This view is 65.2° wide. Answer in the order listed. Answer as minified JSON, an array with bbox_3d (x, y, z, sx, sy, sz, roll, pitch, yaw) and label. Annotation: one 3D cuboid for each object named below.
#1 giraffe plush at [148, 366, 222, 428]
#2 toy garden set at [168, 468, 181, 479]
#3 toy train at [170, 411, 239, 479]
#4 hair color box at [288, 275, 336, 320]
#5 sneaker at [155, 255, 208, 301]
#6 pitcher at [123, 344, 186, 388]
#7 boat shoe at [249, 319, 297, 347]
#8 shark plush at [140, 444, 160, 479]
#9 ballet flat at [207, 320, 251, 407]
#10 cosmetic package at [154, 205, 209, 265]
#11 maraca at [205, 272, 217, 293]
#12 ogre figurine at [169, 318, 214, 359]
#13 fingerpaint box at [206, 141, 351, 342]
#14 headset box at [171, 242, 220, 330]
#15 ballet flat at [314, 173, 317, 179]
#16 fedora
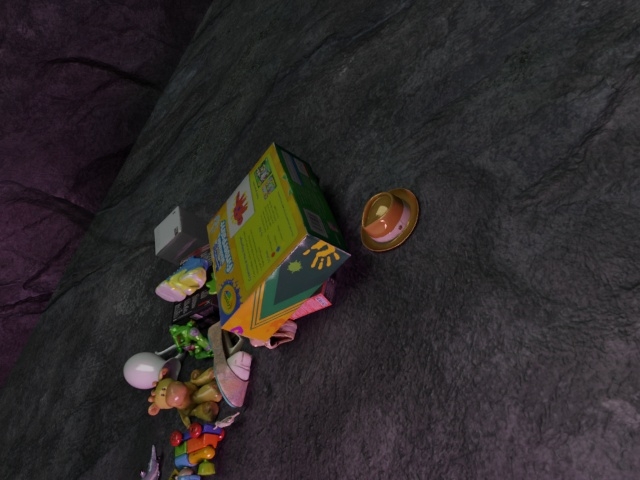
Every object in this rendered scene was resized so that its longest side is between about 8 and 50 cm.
[{"bbox_3d":[-0.425,0.468,1.530,0.210,0.171,0.181,-35,45,25],"label":"giraffe plush"},{"bbox_3d":[-0.406,0.784,1.402,0.244,0.049,0.203,26,85,50],"label":"toy garden set"},{"bbox_3d":[-0.314,0.585,1.398,0.248,0.105,0.143,-31,50,28],"label":"toy train"},{"bbox_3d":[-0.040,0.159,1.418,0.167,0.053,0.093,-25,32,31],"label":"hair color box"},{"bbox_3d":[-0.455,0.126,1.691,0.240,0.091,0.126,-19,35,35],"label":"sneaker"},{"bbox_3d":[-0.577,0.437,1.758,0.207,0.125,0.177,-5,41,32],"label":"pitcher"},{"bbox_3d":[-0.142,0.282,1.450,0.170,0.063,0.059,-27,43,30],"label":"boat shoe"},{"bbox_3d":[-0.531,0.725,1.551,0.073,0.067,0.161,-1,65,45],"label":"shark plush"},{"bbox_3d":[-0.268,0.348,1.507,0.106,0.107,0.316,-41,44,8],"label":"ballet flat"},{"bbox_3d":[-0.511,-0.002,1.907,0.151,0.184,0.151,-41,42,18],"label":"cosmetic package"},{"bbox_3d":[-0.275,0.144,1.613,0.186,0.099,0.127,12,46,9],"label":"maraca"},{"bbox_3d":[-0.428,0.331,1.650,0.097,0.118,0.197,-37,28,-24],"label":"ogre figurine"},{"bbox_3d":[-0.144,-0.003,1.439,0.371,0.163,0.444,-47,38,21],"label":"fingerpaint box"},{"bbox_3d":[-0.401,0.146,1.759,0.218,0.110,0.293,-28,49,30],"label":"headset box"},{"bbox_3d":[-0.060,-0.151,1.656,0.058,0.049,0.173,3,68,47],"label":"ballet flat"},{"bbox_3d":[0.169,-0.067,1.350,0.194,0.079,0.194,-25,50,34],"label":"fedora"}]
